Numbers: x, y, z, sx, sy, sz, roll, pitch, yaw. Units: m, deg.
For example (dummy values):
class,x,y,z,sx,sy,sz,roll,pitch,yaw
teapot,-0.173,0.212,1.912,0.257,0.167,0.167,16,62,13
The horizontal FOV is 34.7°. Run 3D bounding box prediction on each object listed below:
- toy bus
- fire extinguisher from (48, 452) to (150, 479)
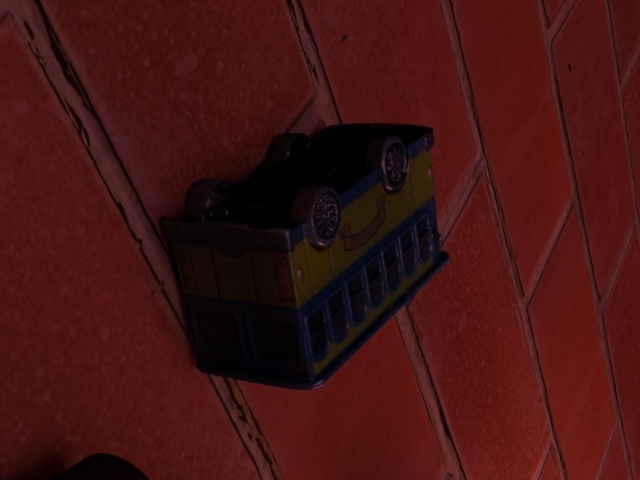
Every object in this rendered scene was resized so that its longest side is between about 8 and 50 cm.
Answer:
class,x,y,z,sx,sy,sz,roll,pitch,yaw
toy bus,0.000,0.000,1.049,0.312,0.152,0.190,-38,124,-50
fire extinguisher,-0.248,0.279,0.713,0.337,0.114,0.136,-25,94,-54
